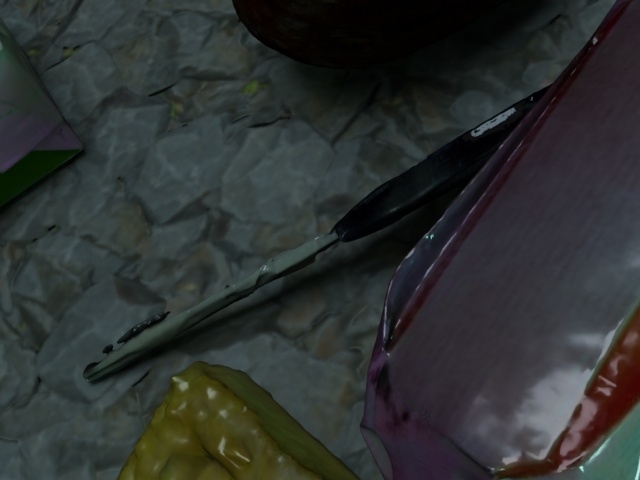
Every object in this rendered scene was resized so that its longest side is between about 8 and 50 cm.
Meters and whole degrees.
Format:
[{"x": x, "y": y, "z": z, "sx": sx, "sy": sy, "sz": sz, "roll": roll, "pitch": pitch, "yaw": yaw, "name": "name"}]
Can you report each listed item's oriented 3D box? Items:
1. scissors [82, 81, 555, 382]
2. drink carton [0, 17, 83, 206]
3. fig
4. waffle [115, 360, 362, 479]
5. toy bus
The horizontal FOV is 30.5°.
[{"x": 0.000, "y": 0.000, "z": 0.592, "sx": 0.300, "sy": 0.109, "sz": 0.022, "roll": -29, "pitch": 86, "yaw": 14, "name": "scissors"}, {"x": -0.300, "y": -0.050, "z": 0.716, "sx": 0.271, "sy": 0.108, "sz": 0.161, "roll": -36, "pitch": 53, "yaw": -3, "name": "drink carton"}, {"x": 0.081, "y": -0.187, "z": 0.635, "sx": 0.274, "sy": 0.170, "sz": 0.146, "roll": -14, "pitch": 69, "yaw": -7, "name": "fig"}, {"x": -0.023, "y": 0.199, "z": 0.433, "sx": 0.248, "sy": 0.055, "sz": 0.221, "roll": 37, "pitch": 99, "yaw": 37, "name": "waffle"}, {"x": 0.137, "y": 0.008, "z": 0.486, "sx": 0.127, "sy": 0.147, "sz": 0.303, "roll": 24, "pitch": 69, "yaw": 38, "name": "toy bus"}]
